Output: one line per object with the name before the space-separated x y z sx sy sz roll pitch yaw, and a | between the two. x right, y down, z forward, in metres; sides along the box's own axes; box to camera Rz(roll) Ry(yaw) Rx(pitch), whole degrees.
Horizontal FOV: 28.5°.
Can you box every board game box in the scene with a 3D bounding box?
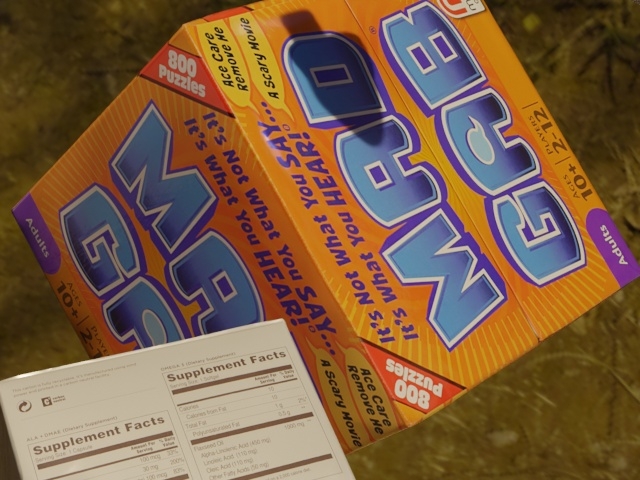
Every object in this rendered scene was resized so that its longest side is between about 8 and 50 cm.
board game box | 0.000 0.000 1.189 0.356 0.356 0.356 -35 82 47

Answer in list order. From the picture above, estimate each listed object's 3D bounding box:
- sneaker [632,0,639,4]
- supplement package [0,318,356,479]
sneaker | 0.102 -0.105 0.373 0.061 0.152 0.053 15 119 7
supplement package | -0.112 0.205 0.890 0.204 0.262 0.145 -11 54 -22
